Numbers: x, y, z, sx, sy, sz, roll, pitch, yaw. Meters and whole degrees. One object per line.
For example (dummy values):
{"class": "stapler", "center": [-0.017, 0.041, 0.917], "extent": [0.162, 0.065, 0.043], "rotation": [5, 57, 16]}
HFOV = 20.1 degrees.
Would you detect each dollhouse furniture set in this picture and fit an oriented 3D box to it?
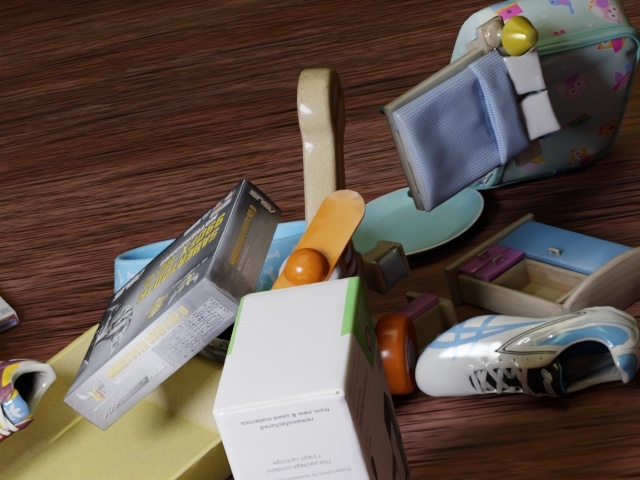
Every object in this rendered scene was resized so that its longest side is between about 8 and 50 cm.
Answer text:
{"class": "dollhouse furniture set", "center": [0.180, -0.050, 1.909], "extent": [0.286, 0.303, 0.198], "rotation": [-32, 28, -28]}

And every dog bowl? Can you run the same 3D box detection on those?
{"class": "dog bowl", "center": [-0.113, 0.034, 2.149], "extent": [0.297, 0.074, 0.166], "rotation": [-8, 9, 21]}

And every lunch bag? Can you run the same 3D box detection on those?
{"class": "lunch bag", "center": [0.253, -0.174, 2.162], "extent": [0.224, 0.279, 0.108], "rotation": [-15, 58, -14]}

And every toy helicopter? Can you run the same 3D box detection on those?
{"class": "toy helicopter", "center": [0.000, 0.000, 1.815], "extent": [0.140, 0.355, 0.235], "rotation": [-4, -5, 15]}

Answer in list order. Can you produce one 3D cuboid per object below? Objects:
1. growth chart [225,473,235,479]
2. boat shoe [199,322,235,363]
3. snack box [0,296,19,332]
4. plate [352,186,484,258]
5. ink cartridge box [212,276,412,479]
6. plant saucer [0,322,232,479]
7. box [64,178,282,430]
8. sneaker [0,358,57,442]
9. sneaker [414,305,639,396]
{"class": "growth chart", "center": [-0.094, 0.217, 1.881], "extent": [0.237, 0.021, 0.172], "rotation": [2, 33, 37]}
{"class": "boat shoe", "center": [-0.086, 0.107, 2.008], "extent": [0.083, 0.075, 0.226], "rotation": [-22, 17, -17]}
{"class": "snack box", "center": [-0.453, 0.087, 2.379], "extent": [0.064, 0.022, 0.178], "rotation": [-27, 27, -17]}
{"class": "plate", "center": [0.112, -0.017, 2.217], "extent": [0.188, 0.024, 0.188], "rotation": [-14, 26, 7]}
{"class": "ink cartridge box", "center": [0.006, 0.200, 1.552], "extent": [0.115, 0.272, 0.198], "rotation": [-10, 26, 10]}
{"class": "plant saucer", "center": [-0.241, 0.237, 1.836], "extent": [0.333, 0.081, 0.333], "rotation": [-39, 32, -25]}
{"class": "box", "center": [-0.147, 0.064, 1.818], "extent": [0.231, 0.056, 0.183], "rotation": [-40, 18, 31]}
{"class": "sneaker", "center": [-0.345, 0.183, 1.850], "extent": [0.084, 0.069, 0.185], "rotation": [-9, 32, 36]}
{"class": "sneaker", "center": [0.203, 0.122, 1.808], "extent": [0.237, 0.085, 0.086], "rotation": [-12, 33, 20]}
